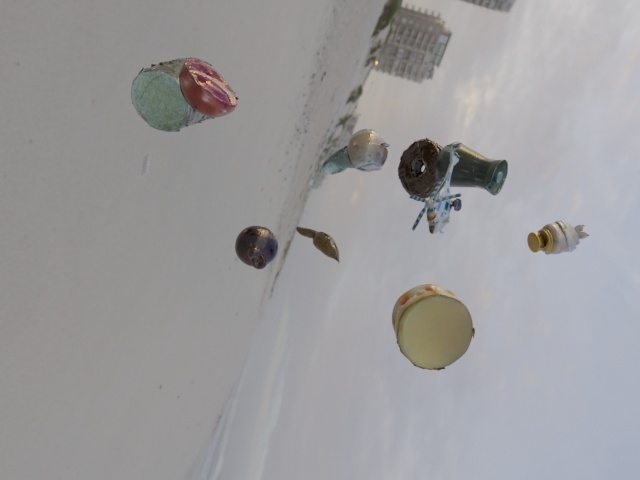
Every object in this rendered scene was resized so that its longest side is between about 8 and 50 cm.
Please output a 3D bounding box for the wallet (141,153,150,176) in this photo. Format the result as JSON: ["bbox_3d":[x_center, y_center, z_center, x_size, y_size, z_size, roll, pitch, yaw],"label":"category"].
[{"bbox_3d":[-0.653,-0.282,1.787,0.044,0.011,0.083,-19,-118,42],"label":"wallet"}]

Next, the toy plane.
[{"bbox_3d":[0.372,-0.151,1.470,0.182,0.107,0.273,-19,-129,44],"label":"toy plane"}]

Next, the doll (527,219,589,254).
[{"bbox_3d":[0.526,-0.001,1.064,0.084,0.127,0.073,90,-11,-59],"label":"doll"}]

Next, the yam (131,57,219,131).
[{"bbox_3d":[-0.474,-0.494,1.628,0.348,0.241,0.240,-73,179,-65],"label":"yam"}]

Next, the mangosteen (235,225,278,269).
[{"bbox_3d":[-0.215,0.025,1.620,0.152,0.153,0.152,-166,-90,-85],"label":"mangosteen"}]

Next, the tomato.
[{"bbox_3d":[-0.322,-0.409,1.326,0.099,0.173,0.189,-45,-136,22],"label":"tomato"}]

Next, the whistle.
[{"bbox_3d":[0.147,-0.368,2.026,0.348,0.189,0.189,-13,-125,42],"label":"whistle"}]

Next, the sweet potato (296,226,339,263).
[{"bbox_3d":[0.000,-0.002,1.889,0.269,0.075,0.074,37,-59,38],"label":"sweet potato"}]

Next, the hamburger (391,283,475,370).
[{"bbox_3d":[0.383,0.301,1.648,0.186,0.261,0.302,-85,150,-81],"label":"hamburger"}]

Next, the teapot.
[{"bbox_3d":[0.561,-0.264,1.758,0.203,0.225,0.171,-32,133,-37],"label":"teapot"}]

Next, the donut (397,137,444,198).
[{"bbox_3d":[0.454,-0.310,2.085,0.270,0.103,0.269,-2,-92,50],"label":"donut"}]
